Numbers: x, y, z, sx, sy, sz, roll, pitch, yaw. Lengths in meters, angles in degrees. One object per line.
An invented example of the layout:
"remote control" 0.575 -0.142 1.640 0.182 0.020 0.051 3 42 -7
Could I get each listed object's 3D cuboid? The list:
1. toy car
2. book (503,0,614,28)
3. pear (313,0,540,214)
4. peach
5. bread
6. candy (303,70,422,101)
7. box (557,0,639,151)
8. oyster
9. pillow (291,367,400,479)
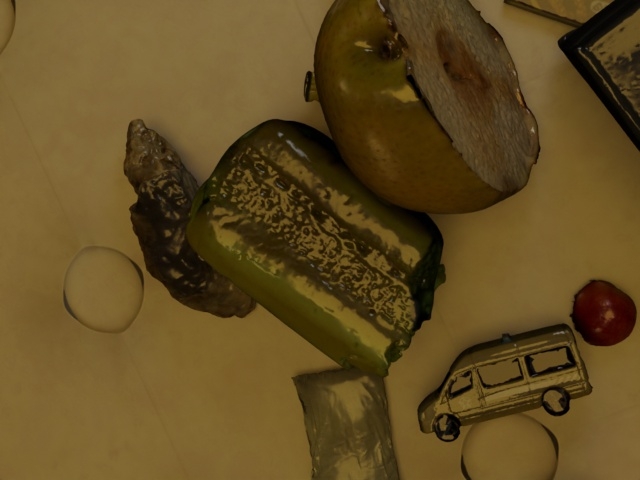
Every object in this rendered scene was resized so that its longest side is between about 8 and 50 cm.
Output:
"toy car" 0.259 0.205 1.266 0.256 0.101 0.125 -16 88 12
"book" 0.468 -0.486 1.178 0.299 0.039 0.428 21 101 9
"pear" 0.116 -0.183 1.125 0.191 0.386 0.341 -24 73 31
"peach" 0.408 0.109 1.243 0.098 0.061 0.098 1 96 5
"bread" 0.000 0.000 1.242 0.376 0.208 0.251 36 90 5
"candy" 0.080 -0.341 1.250 0.187 0.081 0.298 5 99 -9
"box" 0.488 -0.172 1.075 0.204 0.251 0.345 -38 94 19
"oyster" -0.223 -0.022 1.339 0.166 0.110 0.342 -10 107 19
"pillow" 0.043 0.310 1.351 0.148 0.050 0.230 -9 94 6
